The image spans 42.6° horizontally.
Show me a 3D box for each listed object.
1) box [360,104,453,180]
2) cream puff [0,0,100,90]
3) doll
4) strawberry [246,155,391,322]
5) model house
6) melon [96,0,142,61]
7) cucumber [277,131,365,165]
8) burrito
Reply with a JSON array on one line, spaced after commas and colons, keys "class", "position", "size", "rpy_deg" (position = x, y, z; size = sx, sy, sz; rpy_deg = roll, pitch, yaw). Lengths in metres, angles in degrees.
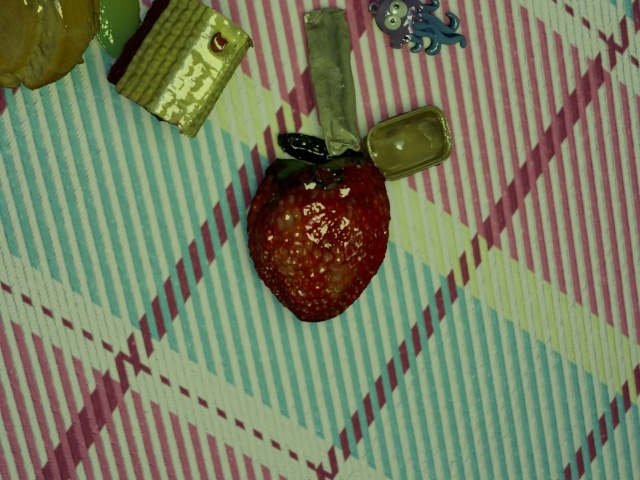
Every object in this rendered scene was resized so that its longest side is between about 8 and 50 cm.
[{"class": "box", "position": [0.155, -0.173, 1.469], "size": [0.177, 0.111, 0.111], "rpy_deg": [-23, 102, -24]}, {"class": "cream puff", "position": [-0.478, -0.407, 1.272], "size": [0.343, 0.231, 0.327], "rpy_deg": [25, 128, 9]}, {"class": "doll", "position": [0.178, -0.390, 1.477], "size": [0.206, 0.067, 0.110], "rpy_deg": [12, 106, -21]}, {"class": "strawberry", "position": [0.000, 0.000, 1.417], "size": [0.238, 0.250, 0.288], "rpy_deg": [-4, 97, -13]}, {"class": "model house", "position": [-0.222, -0.281, 1.322], "size": [0.160, 0.254, 0.196], "rpy_deg": [32, 92, -25]}, {"class": "melon", "position": [-0.352, -0.399, 1.415], "size": [0.114, 0.053, 0.262], "rpy_deg": [-23, 106, -23]}, {"class": "cucumber", "position": [0.006, -0.160, 1.495], "size": [0.181, 0.053, 0.053], "rpy_deg": [17, 96, -10]}, {"class": "burrito", "position": [0.027, -0.277, 1.439], "size": [0.082, 0.059, 0.275], "rpy_deg": [-8, 76, -5]}]
